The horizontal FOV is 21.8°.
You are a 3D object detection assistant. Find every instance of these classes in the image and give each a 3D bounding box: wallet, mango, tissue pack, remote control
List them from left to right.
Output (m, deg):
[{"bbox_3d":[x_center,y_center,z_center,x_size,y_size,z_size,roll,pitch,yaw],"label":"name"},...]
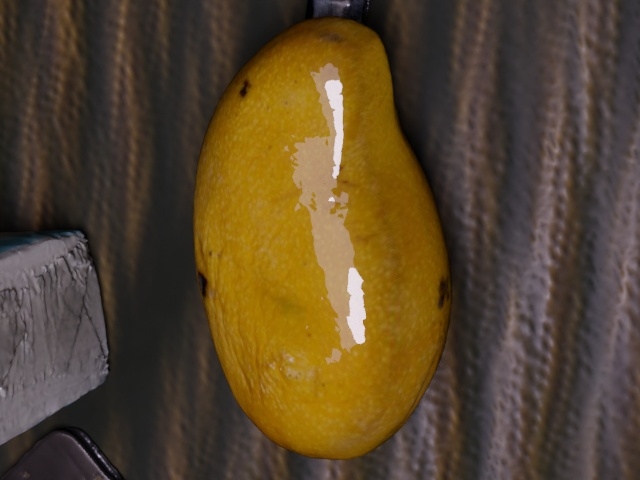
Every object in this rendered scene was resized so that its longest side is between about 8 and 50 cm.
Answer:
[{"bbox_3d":[-0.293,0.063,1.048,0.271,0.201,0.124,-3,95,20],"label":"tissue pack"},{"bbox_3d":[-0.146,0.200,1.111,0.082,0.018,0.157,-42,83,22],"label":"wallet"},{"bbox_3d":[0.003,0.000,0.971,0.157,0.109,0.262,8,101,33],"label":"mango"},{"bbox_3d":[0.005,-0.107,0.999,0.039,0.014,0.096,13,105,18],"label":"remote control"}]
